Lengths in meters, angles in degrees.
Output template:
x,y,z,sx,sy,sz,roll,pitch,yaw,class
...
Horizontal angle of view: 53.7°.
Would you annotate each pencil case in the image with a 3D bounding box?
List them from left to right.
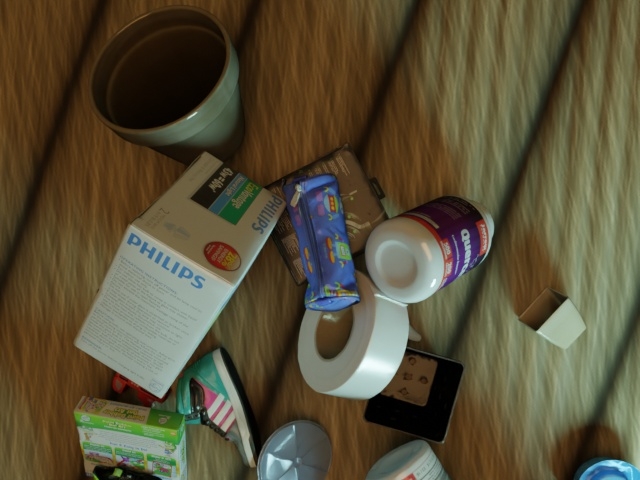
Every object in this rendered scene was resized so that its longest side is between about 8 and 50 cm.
x,y,z,sx,sy,sz,roll,pitch,yaw,class
0.000,0.000,1.350,0.119,0.133,0.306,-18,76,27,pencil case

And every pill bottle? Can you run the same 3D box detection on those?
x,y,z,sx,sy,sz,roll,pitch,yaw,class
0.234,0.587,1.343,0.161,0.161,0.283,-33,87,3,pill bottle
0.255,0.006,1.389,0.181,0.323,0.181,16,116,37,pill bottle

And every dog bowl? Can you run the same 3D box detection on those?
x,y,z,sx,sy,sz,roll,pitch,yaw,class
0.684,0.652,1.485,0.166,0.074,0.297,-9,89,4,dog bowl

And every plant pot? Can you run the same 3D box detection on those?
x,y,z,sx,sy,sz,roll,pitch,yaw,class
-0.304,-0.311,1.428,0.323,0.280,0.323,-5,68,13,plant pot
0.212,0.334,1.471,0.188,0.167,0.187,15,91,5,plant pot
0.552,0.190,1.483,0.096,0.109,0.109,42,92,-9,plant pot

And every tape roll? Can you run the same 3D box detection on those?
x,y,z,sx,sy,sz,roll,pitch,yaw,class
0.068,0.209,1.421,0.100,0.286,0.286,22,92,-29,tape roll

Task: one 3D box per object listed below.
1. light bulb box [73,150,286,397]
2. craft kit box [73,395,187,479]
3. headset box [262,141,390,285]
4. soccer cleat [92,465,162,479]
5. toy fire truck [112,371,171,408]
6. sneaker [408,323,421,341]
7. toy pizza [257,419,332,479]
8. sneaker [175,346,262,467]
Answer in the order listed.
x,y,z,sx,sy,sz,roll,pitch,yaw,class
-0.288,0.063,1.340,0.225,0.358,0.361,32,122,-5,light bulb box
-0.448,0.492,1.511,0.250,0.061,0.246,10,128,3,craft kit box
0.018,-0.064,1.503,0.283,0.131,0.246,-29,88,3,headset box
-0.458,0.570,1.497,0.179,0.060,0.072,1,129,13,soccer cleat
-0.443,0.411,1.576,0.192,0.047,0.135,28,93,4,toy fire truck
0.187,0.189,1.530,0.152,0.054,0.061,37,90,4,sneaker
-0.063,0.530,1.523,0.201,0.032,0.201,-2,95,-28,toy pizza
-0.264,0.426,1.524,0.178,0.124,0.295,-22,85,1,sneaker
